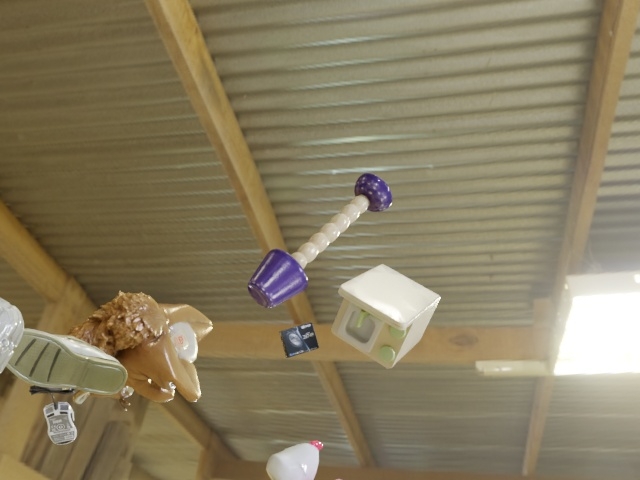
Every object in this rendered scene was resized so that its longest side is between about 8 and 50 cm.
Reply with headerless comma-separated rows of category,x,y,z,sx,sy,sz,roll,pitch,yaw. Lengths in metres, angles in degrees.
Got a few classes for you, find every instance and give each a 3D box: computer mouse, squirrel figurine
computer mouse,-0.676,0.442,1.597,0.106,0.042,0.193,-7,-63,-15
squirrel figurine,-0.567,0.317,1.769,0.370,0.281,0.397,-20,-42,20

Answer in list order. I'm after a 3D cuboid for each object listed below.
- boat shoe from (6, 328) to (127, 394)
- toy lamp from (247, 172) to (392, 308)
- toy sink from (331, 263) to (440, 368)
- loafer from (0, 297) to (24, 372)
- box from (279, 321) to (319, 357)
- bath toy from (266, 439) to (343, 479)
boat shoe,-0.593,0.271,1.409,0.302,0.113,0.103,35,-9,-38
toy lamp,0.000,0.000,0.948,0.080,0.274,0.080,33,-34,26
toy sink,0.125,0.160,1.282,0.152,0.234,0.131,29,-69,19
loafer,-0.477,0.200,0.721,0.111,0.320,0.112,26,-31,-4
box,-0.052,0.240,1.502,0.083,0.067,0.018,-13,-7,-21
bath toy,0.035,0.526,1.223,0.348,0.129,0.151,34,-30,41
